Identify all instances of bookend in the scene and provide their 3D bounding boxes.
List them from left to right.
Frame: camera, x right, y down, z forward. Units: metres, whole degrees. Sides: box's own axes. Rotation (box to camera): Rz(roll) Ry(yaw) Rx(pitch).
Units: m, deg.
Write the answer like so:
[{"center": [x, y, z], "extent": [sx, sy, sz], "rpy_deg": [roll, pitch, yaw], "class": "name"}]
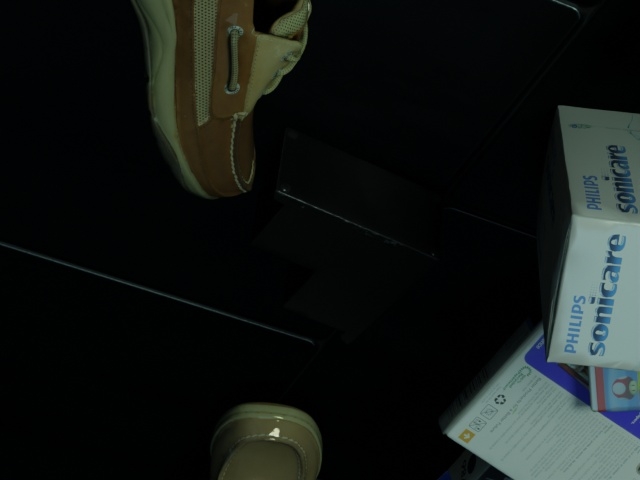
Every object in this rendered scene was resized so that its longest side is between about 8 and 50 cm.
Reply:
[{"center": [0.000, 0.000, 1.334], "extent": [0.156, 0.072, 0.157], "rpy_deg": [22, 140, -18], "class": "bookend"}]

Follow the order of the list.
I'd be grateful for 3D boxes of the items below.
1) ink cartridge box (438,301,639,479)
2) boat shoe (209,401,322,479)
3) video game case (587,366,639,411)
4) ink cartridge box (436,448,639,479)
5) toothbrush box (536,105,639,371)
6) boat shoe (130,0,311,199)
[{"center": [0.253, 0.151, 1.421], "extent": [0.208, 0.045, 0.206], "rpy_deg": [35, 105, -16], "class": "ink cartridge box"}, {"center": [-0.067, 0.295, 1.683], "extent": [0.121, 0.110, 0.341], "rpy_deg": [7, 142, -2], "class": "boat shoe"}, {"center": [0.368, 0.048, 1.311], "extent": [0.285, 0.025, 0.204], "rpy_deg": [-3, 111, 11], "class": "video game case"}, {"center": [0.253, 0.223, 1.594], "extent": [0.165, 0.065, 0.333], "rpy_deg": [15, 142, -13], "class": "ink cartridge box"}, {"center": [0.317, 0.005, 1.157], "extent": [0.295, 0.216, 0.126], "rpy_deg": [7, 117, 1], "class": "toothbrush box"}, {"center": [-0.067, -0.152, 1.115], "extent": [0.119, 0.123, 0.324], "rpy_deg": [-2, 142, 5], "class": "boat shoe"}]
